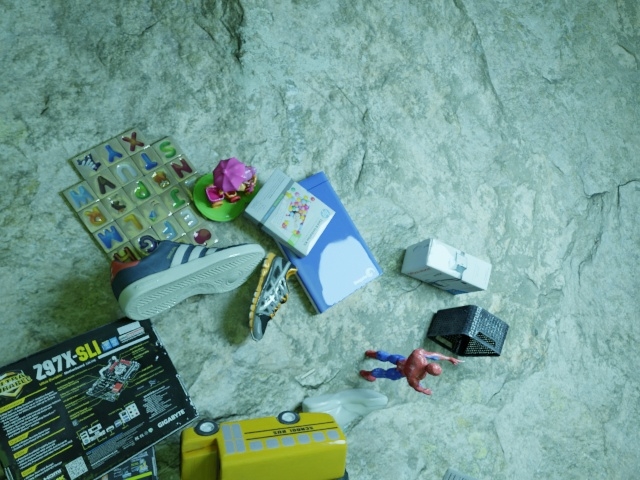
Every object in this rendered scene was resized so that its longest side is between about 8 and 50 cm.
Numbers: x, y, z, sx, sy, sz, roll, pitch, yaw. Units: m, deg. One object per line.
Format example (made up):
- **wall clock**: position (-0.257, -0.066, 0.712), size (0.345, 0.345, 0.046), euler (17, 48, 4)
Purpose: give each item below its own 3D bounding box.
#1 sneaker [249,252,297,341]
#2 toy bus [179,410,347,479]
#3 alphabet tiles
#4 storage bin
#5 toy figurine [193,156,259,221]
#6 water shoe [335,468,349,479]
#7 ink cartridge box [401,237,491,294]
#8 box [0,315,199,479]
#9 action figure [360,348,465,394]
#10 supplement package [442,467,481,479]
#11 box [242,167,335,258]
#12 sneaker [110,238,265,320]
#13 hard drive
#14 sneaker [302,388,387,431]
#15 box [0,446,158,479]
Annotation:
- **sneaker**: position (-0.116, 0.135, 1.090), size (0.083, 0.084, 0.215), euler (16, 71, -3)
- **toy bus**: position (-0.122, 0.451, 0.970), size (0.332, 0.130, 0.108), euler (0, 105, -21)
- **alphabet tiles**: position (-0.408, -0.092, 1.085), size (0.285, 0.011, 0.343), euler (-36, 91, -25)
- **storage bin**: position (0.383, 0.239, 1.202), size (0.122, 0.180, 0.084), euler (32, 67, -10)
- **toy figurine**: position (-0.201, -0.136, 1.084), size (0.173, 0.159, 0.130), euler (-18, 82, -30)
- **water shoe**: position (-0.018, 0.575, 1.027), size (0.203, 0.073, 0.080), euler (-36, 93, -24)
- **ink cartridge box**: position (0.338, 0.075, 1.250), size (0.190, 0.139, 0.082), euler (21, 72, -14)
- **box**: position (-0.434, 0.311, 0.875), size (0.321, 0.079, 0.257), euler (-23, 74, -39)
- **action figure**: position (0.217, 0.304, 1.069), size (0.139, 0.280, 0.092), euler (21, 71, -14)
- **supplement package**: position (0.398, 0.727, 1.104), size (0.261, 0.145, 0.204), euler (39, 67, -7)
- **box**: position (-0.077, -0.067, 1.143), size (0.186, 0.038, 0.145), euler (38, 67, -9)
- **sneaker**: position (-0.293, 0.047, 1.030), size (0.349, 0.131, 0.148), euler (-16, 49, -41)
- **hard drive**: position (0.000, 0.000, 1.197), size (0.210, 0.040, 0.319), euler (-30, 88, -24)
- **sneaker**: position (0.060, 0.416, 1.104), size (0.212, 0.080, 0.094), euler (-3, 89, -14)
- **box**: position (-0.433, 0.507, 0.843), size (0.269, 0.060, 0.216), euler (-9, 48, -23)
